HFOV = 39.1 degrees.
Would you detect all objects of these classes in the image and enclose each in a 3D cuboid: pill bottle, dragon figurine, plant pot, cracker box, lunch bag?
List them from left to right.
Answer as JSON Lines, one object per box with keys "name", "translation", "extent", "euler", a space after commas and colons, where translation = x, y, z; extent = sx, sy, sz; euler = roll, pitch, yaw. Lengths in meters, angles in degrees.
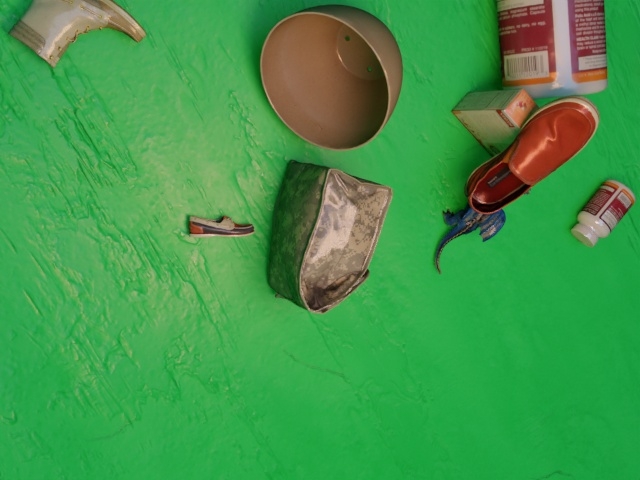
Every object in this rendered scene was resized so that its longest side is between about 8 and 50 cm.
{"name": "lunch bag", "translation": [0.000, 0.000, 1.805], "extent": [0.169, 0.235, 0.287], "euler": [17, 92, -23]}
{"name": "plant pot", "translation": [0.051, -0.346, 1.784], "extent": [0.191, 0.284, 0.284], "euler": [-46, 113, -44]}
{"name": "dragon figurine", "translation": [0.344, -0.054, 1.965], "extent": [0.085, 0.144, 0.289], "euler": [41, 83, -19]}
{"name": "cracker box", "translation": [0.396, -0.243, 1.910], "extent": [0.156, 0.232, 0.067], "euler": [44, 83, -19]}
{"name": "pill bottle", "translation": [0.485, -0.503, 1.910], "extent": [0.224, 0.224, 0.392], "euler": [-9, 101, -18]}
{"name": "pill bottle", "translation": [0.656, -0.062, 2.103], "extent": [0.086, 0.086, 0.152], "euler": [44, 83, -19]}

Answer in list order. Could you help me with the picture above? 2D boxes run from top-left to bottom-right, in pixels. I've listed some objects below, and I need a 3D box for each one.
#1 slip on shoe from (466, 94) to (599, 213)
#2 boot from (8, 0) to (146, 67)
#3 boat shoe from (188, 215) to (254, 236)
{"name": "slip on shoe", "translation": [0.412, -0.158, 1.772], "extent": [0.123, 0.331, 0.101], "euler": [39, 39, -13]}
{"name": "boot", "translation": [-0.451, -0.388, 1.682], "extent": [0.213, 0.077, 0.165], "euler": [31, 86, -15]}
{"name": "boat shoe", "translation": [-0.201, -0.029, 1.835], "extent": [0.137, 0.049, 0.043], "euler": [-1, 96, -14]}
